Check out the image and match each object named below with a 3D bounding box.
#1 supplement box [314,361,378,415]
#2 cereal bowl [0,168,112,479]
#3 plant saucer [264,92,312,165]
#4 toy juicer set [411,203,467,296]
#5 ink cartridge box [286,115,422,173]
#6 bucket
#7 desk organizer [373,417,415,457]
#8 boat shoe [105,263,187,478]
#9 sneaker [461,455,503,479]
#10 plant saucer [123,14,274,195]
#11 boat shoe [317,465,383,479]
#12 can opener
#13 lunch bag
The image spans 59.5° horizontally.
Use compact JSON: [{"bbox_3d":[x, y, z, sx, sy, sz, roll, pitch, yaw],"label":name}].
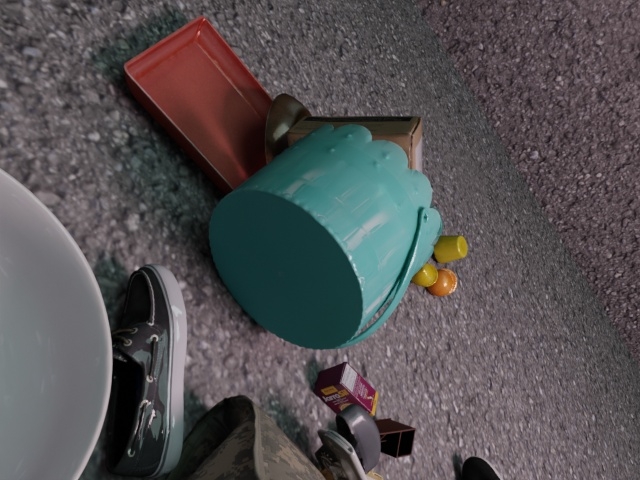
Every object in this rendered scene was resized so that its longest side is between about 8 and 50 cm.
[{"bbox_3d":[0.040,0.229,0.841,0.083,0.055,0.043,47,36,-20],"label":"supplement box"},{"bbox_3d":[-0.328,0.084,0.370,0.339,0.141,0.338,33,43,-37],"label":"cereal bowl"},{"bbox_3d":[-0.038,-0.150,0.950,0.199,0.036,0.198,-2,90,-71],"label":"plant saucer"},{"bbox_3d":[0.206,-0.007,1.221,0.329,0.090,0.209,49,47,-34],"label":"toy juicer set"},{"bbox_3d":[0.061,-0.074,0.884,0.088,0.194,0.234,-57,146,-54],"label":"ink cartridge box"},{"bbox_3d":[0.000,0.000,0.755,0.281,0.281,0.183,56,48,-9],"label":"bucket"},{"bbox_3d":[0.086,0.301,0.842,0.130,0.050,0.047,15,84,-48],"label":"desk organizer"},{"bbox_3d":[-0.194,0.128,0.586,0.076,0.080,0.228,19,59,-48],"label":"boat shoe"},{"bbox_3d":[0.279,0.471,0.943,0.121,0.079,0.216,41,34,-52],"label":"sneaker"},{"bbox_3d":[-0.165,-0.204,0.887,0.259,0.048,0.258,49,35,-20],"label":"plant saucer"},{"bbox_3d":[0.044,0.335,0.784,0.135,0.050,0.045,39,16,-28],"label":"boat shoe"},{"bbox_3d":[0.079,0.343,0.725,0.095,0.076,0.283,-34,110,-29],"label":"can opener"},{"bbox_3d":[-0.045,0.307,0.553,0.235,0.169,0.287,50,-1,-11],"label":"lunch bag"}]
